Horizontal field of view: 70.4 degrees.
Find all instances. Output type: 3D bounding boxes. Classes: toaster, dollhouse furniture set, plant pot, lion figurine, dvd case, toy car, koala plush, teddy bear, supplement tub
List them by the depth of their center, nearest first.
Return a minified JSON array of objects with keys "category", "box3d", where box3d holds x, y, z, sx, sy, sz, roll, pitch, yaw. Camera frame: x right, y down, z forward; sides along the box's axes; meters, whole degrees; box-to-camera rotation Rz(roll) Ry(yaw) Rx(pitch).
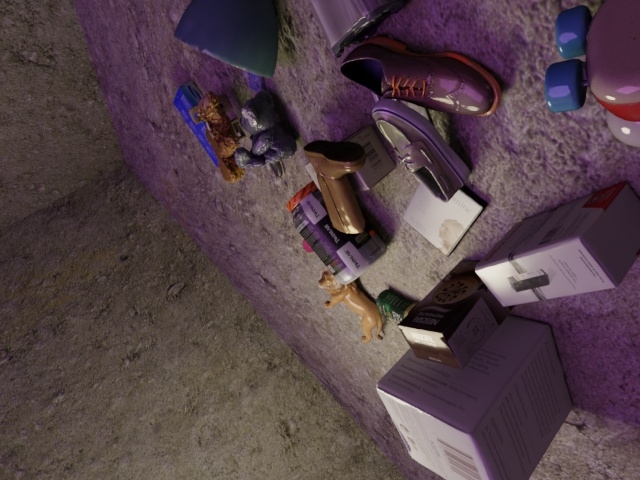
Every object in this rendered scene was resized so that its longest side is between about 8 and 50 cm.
[{"category":"toy car","box3d":[0.487,-0.233,0.674,0.219,0.211,0.238,1,153,42]},{"category":"toaster","box3d":[0.068,-0.521,0.997,0.147,0.129,0.227,61,155,-9]},{"category":"dvd case","box3d":[0.329,-0.077,1.243,0.180,0.022,0.253,44,152,18]},{"category":"plant pot","box3d":[-0.236,-0.607,1.261,0.290,0.290,0.196,37,114,29]},{"category":"koala plush","box3d":[-0.194,-0.382,1.535,0.203,0.196,0.222,1,127,22]},{"category":"supplement tub","box3d":[0.049,-0.037,1.535,0.338,0.207,0.207,51,154,2]},{"category":"teddy bear","box3d":[-0.351,-0.385,1.666,0.338,0.113,0.245,64,157,-2]},{"category":"dollhouse furniture set","box3d":[-0.418,-0.471,1.831,0.129,0.129,0.184,14,135,52]},{"category":"lion figurine","box3d":[0.146,0.256,1.861,0.392,0.142,0.240,36,145,1]}]

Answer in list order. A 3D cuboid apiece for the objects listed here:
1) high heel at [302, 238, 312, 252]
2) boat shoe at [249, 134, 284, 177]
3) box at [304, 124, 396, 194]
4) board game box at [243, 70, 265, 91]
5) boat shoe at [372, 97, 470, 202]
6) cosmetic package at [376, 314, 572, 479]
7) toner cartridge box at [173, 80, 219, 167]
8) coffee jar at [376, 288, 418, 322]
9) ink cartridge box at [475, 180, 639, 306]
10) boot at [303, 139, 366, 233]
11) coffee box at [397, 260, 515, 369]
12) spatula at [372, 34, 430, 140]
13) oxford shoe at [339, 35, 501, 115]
[{"category":"high heel","box3d":[0.000,0.000,1.818,0.117,0.082,0.244,40,144,17]},{"category":"boat shoe","box3d":[-0.208,-0.326,1.747,0.075,0.065,0.206,11,133,53]},{"category":"box","box3d":[0.083,-0.220,1.343,0.149,0.126,0.232,56,154,-12]},{"category":"board game box","box3d":[-0.227,-0.556,1.543,0.090,0.020,0.090,36,148,29]},{"category":"boat shoe","box3d":[0.229,-0.202,1.046,0.302,0.094,0.109,35,168,-22]},{"category":"cosmetic package","box3d":[0.443,0.446,1.290,0.327,0.393,0.330,8,130,54]},{"category":"toner cartridge box","box3d":[-0.504,-0.504,1.991,0.348,0.075,0.165,57,152,-10]},{"category":"coffee jar","box3d":[0.294,0.254,1.646,0.184,0.079,0.096,23,142,44]},{"category":"ink cartridge box","box3d":[0.482,0.018,0.919,0.114,0.197,0.273,53,154,-2]},{"category":"boot","box3d":[0.074,-0.135,1.236,0.236,0.089,0.270,32,150,53]},{"category":"coffee box","box3d":[0.370,0.182,1.189,0.168,0.297,0.119,-4,120,59]},{"category":"spatula","box3d":[0.173,-0.370,1.134,0.168,0.019,0.242,4,127,58]},{"category":"oxford shoe","box3d":[0.204,-0.337,0.986,0.363,0.132,0.130,29,142,31]}]
